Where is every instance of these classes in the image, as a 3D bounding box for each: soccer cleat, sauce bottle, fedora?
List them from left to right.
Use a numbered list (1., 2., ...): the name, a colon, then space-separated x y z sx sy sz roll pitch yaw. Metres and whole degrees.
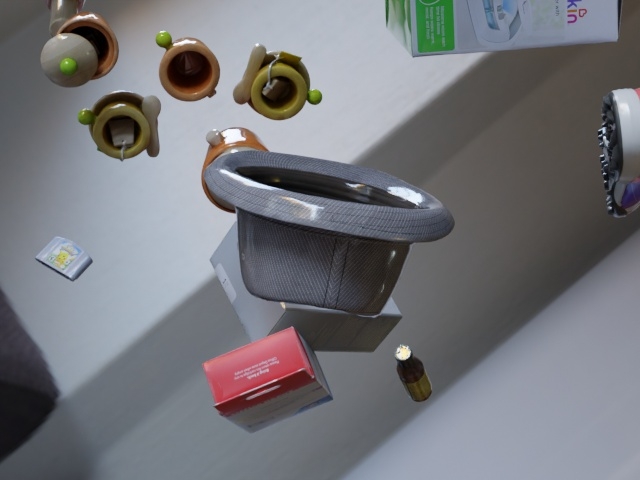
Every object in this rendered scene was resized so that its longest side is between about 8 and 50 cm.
1. fedora: 0.000 0.000 1.153 0.243 0.124 0.275 7 12 -17
2. sauce bottle: 0.135 0.194 1.740 0.042 0.042 0.128 47 -11 34
3. soccer cleat: 0.363 -0.094 1.279 0.318 0.116 0.109 39 45 -75

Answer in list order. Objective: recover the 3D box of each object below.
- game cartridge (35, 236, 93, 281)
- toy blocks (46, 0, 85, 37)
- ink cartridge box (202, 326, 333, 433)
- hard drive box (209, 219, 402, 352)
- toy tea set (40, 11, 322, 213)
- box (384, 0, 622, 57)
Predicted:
1. game cartridge: -0.402 0.027 1.866 0.083 0.056 0.017 26 -32 25
2. toy blocks: -0.452 -0.508 1.765 0.288 0.309 0.260 13 39 -19
3. ink cartridge box: -0.071 0.187 1.590 0.231 0.134 0.078 63 4 -71
4. hard drive box: -0.020 0.069 1.749 0.232 0.089 0.181 7 41 -41
5. toy tea set: -0.170 -0.150 1.405 0.336 0.200 0.124 13 24 -15
6. box: 0.199 -0.301 1.375 0.262 0.231 0.127 -104 -170 -72
